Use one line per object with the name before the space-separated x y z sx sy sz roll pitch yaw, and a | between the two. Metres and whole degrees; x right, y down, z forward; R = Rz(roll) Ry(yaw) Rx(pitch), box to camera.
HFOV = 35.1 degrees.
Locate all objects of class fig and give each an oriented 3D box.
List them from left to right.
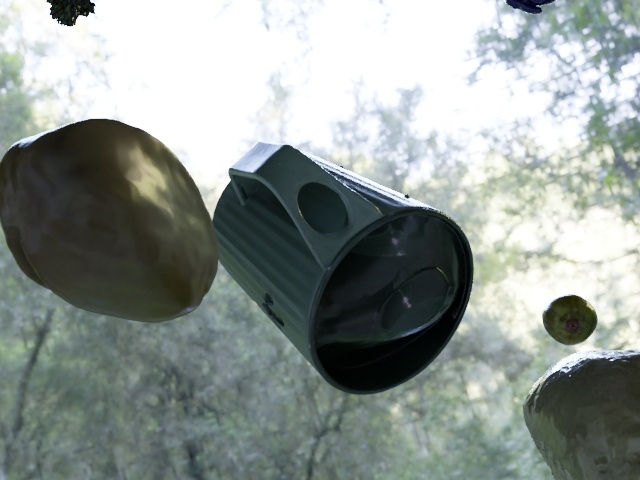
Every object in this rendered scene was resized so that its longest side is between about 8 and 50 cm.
fig | 0.427 0.138 1.736 0.093 0.093 0.166 -19 -12 10

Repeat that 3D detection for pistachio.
pistachio | -0.225 -0.022 1.082 0.197 0.166 0.288 -55 -36 -7

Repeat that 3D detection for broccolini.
broccolini | -0.200 -0.259 0.894 0.201 0.074 0.058 -26 14 50

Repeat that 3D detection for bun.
bun | 0.401 0.270 1.181 0.219 0.365 0.365 -34 -14 0

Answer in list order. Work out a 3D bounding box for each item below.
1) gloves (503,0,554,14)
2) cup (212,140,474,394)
gloves | 0.255 -0.300 1.206 0.026 0.064 0.086 28 2 -34
cup | 0.021 -0.005 1.640 0.310 0.400 0.392 -19 33 -28
